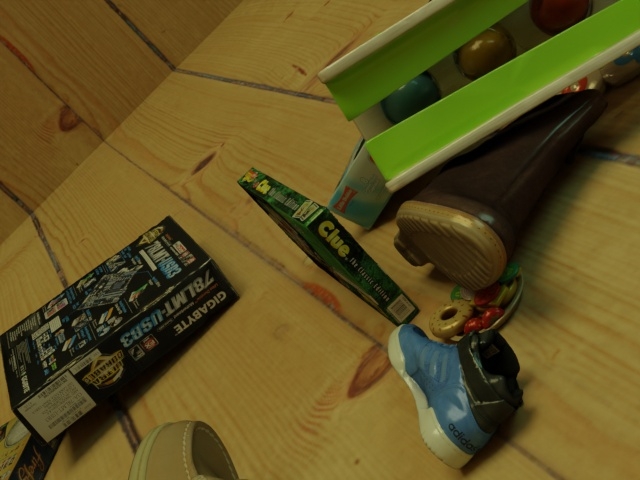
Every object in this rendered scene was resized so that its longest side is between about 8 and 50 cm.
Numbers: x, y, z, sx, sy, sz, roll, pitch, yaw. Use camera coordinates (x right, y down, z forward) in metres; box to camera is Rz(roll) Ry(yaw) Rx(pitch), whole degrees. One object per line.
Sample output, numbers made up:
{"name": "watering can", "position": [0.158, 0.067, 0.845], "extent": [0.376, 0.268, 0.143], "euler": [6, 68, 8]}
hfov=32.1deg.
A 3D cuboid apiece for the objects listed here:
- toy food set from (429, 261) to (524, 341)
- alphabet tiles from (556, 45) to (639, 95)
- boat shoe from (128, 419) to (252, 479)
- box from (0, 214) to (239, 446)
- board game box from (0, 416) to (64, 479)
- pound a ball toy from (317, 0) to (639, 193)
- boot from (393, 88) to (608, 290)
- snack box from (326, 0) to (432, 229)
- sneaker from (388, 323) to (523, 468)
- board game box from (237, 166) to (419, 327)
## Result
{"name": "toy food set", "position": [0.131, 0.049, 0.912], "extent": [0.082, 0.020, 0.083], "euler": [-54, 22, -24]}
{"name": "alphabet tiles", "position": [0.285, -0.251, 1.117], "extent": [0.284, 0.021, 0.278], "euler": [-33, 38, 26]}
{"name": "boat shoe", "position": [-0.055, 0.233, 0.789], "extent": [0.110, 0.121, 0.341], "euler": [-37, 31, 7]}
{"name": "box", "position": [-0.270, 0.101, 1.433], "extent": [0.293, 0.073, 0.295], "euler": [-36, 21, -8]}
{"name": "board game box", "position": [-0.435, 0.313, 1.432], "extent": [0.243, 0.042, 0.165], "euler": [-33, 23, 28]}
{"name": "pound a ball toy", "position": [0.146, -0.212, 0.976], "extent": [0.319, 0.208, 0.136], "euler": [-32, 4, 9]}
{"name": "boot", "position": [0.159, -0.059, 0.927], "extent": [0.207, 0.090, 0.248], "euler": [-43, 6, -5]}
{"name": "snack box", "position": [0.111, -0.180, 1.238], "extent": [0.187, 0.060, 0.322], "euler": [-59, 4, 46]}
{"name": "sneaker", "position": [0.103, 0.092, 0.822], "extent": [0.084, 0.058, 0.152], "euler": [-45, 24, 15]}
{"name": "board game box", "position": [0.000, 0.000, 1.089], "extent": [0.030, 0.136, 0.260], "euler": [-43, 21, -5]}
